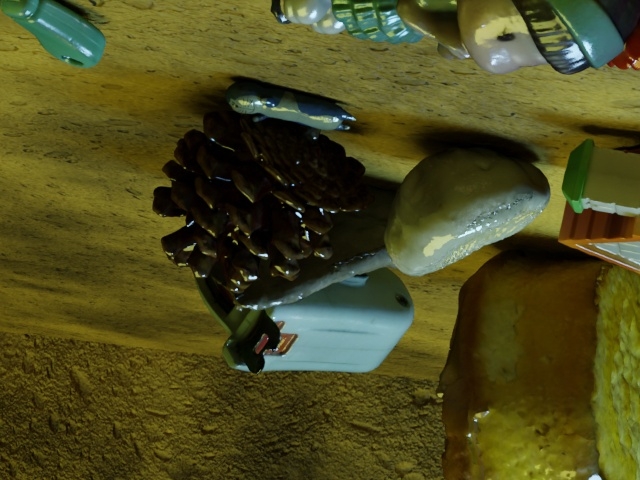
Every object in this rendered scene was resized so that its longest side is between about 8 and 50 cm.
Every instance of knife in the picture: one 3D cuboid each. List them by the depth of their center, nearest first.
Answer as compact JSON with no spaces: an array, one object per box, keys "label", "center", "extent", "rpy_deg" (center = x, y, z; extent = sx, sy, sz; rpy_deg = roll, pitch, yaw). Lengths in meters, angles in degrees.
[{"label":"knife","center":[-0.270,-0.209,1.523],"extent":[0.063,0.034,0.260],"rpy_deg":[13,167,38]}]

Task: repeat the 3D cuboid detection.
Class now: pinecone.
[{"label":"pinecone","center":[-0.069,-0.040,1.822],"extent":[0.185,0.168,0.212],"rpy_deg":[38,139,-17]}]

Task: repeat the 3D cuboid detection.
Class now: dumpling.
[{"label":"dumpling","center":[0.001,0.005,2.006],"extent":[0.332,0.086,0.166],"rpy_deg":[-12,-137,-36]}]

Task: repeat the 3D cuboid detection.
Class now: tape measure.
[{"label":"tape measure","center":[-0.024,0.045,2.121],"extent":[0.243,0.246,0.125],"rpy_deg":[7,132,-44]}]

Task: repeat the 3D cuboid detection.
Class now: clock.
[{"label":"clock","center":[0.355,-0.024,1.729],"extent":[0.255,0.106,0.220],"rpy_deg":[12,169,14]}]

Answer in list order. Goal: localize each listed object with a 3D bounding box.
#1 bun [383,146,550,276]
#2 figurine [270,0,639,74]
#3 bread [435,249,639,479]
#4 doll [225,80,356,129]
[{"label":"bun","center":[0.136,-0.040,1.823],"extent":[0.183,0.102,0.183],"rpy_deg":[-25,172,-4]},{"label":"figurine","center":[0.096,-0.164,1.208],"extent":[0.245,0.110,0.138],"rpy_deg":[7,179,30]},{"label":"bread","center":[0.287,0.211,2.245],"extent":[0.215,0.398,0.398],"rpy_deg":[-7,163,27]},{"label":"doll","center":[-0.028,-0.123,1.730],"extent":[0.125,0.027,0.037],"rpy_deg":[13,148,-14]}]
